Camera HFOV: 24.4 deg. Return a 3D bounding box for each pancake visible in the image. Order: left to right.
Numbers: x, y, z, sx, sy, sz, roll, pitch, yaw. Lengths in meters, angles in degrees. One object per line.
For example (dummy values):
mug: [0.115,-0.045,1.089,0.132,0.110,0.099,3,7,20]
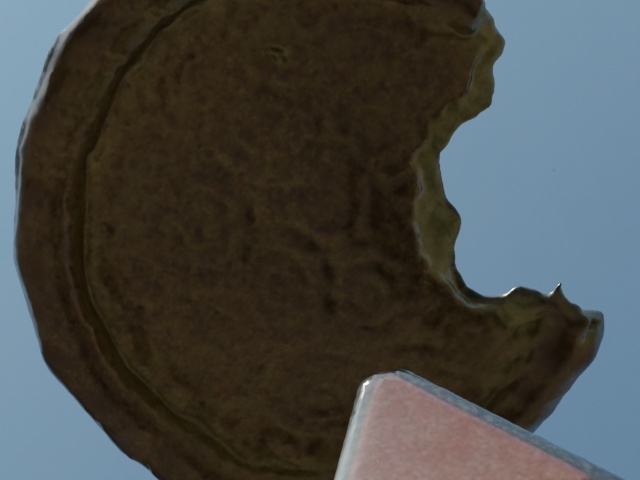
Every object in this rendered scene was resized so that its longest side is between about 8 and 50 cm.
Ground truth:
pancake: [0.000,0.000,0.674,0.286,0.033,0.288,19,-75,-7]

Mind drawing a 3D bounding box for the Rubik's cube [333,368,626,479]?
Rubik's cube: [0.081,0.188,0.369,0.229,0.233,0.228,30,-95,-8]
